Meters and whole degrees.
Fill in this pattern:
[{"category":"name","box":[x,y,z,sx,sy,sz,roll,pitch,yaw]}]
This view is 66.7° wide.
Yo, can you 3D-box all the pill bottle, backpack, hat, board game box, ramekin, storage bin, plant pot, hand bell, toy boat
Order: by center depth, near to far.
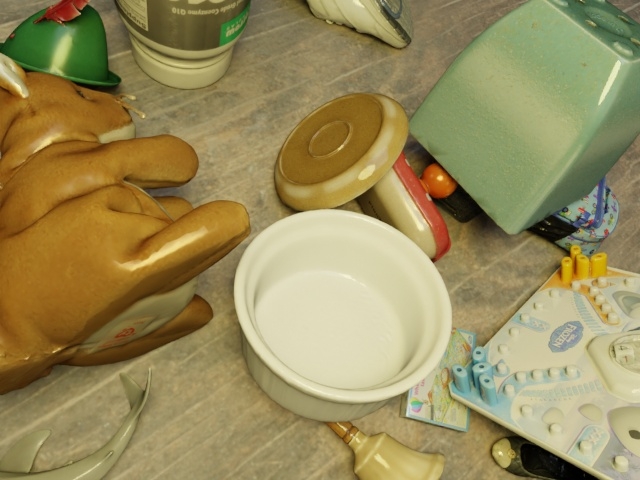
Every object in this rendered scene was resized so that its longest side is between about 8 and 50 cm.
[{"category":"ramekin","box":[0.021,0.103,0.656,0.277,0.135,0.277,7,51,-8]},{"category":"hand bell","box":[0.035,0.258,0.667,0.242,0.126,0.126,40,63,14]},{"category":"board game box","box":[0.444,0.157,0.667,0.390,0.390,0.050,-34,122,-29]},{"category":"hat","box":[-0.350,-0.331,0.683,0.209,0.183,0.173,20,21,1]},{"category":"pill bottle","box":[-0.194,-0.398,0.694,0.204,0.361,0.204,6,68,-14]},{"category":"plant pot","box":[0.329,-0.207,0.707,0.248,0.252,0.247,-22,63,-33]},{"category":"plant pot","box":[0.020,-0.148,0.752,0.032,0.236,0.236,47,56,-41]},{"category":"board game box","box":[0.185,0.208,0.759,0.104,0.026,0.154,18,66,-10]},{"category":"toy boat","box":[0.151,-0.080,0.782,0.151,0.151,0.231,-27,80,-12]},{"category":"storage bin","box":[0.277,-0.138,0.888,0.122,0.084,0.180,38,63,0]},{"category":"backpack","box":[0.475,-0.062,0.900,0.173,0.117,0.158,29,64,-5]}]

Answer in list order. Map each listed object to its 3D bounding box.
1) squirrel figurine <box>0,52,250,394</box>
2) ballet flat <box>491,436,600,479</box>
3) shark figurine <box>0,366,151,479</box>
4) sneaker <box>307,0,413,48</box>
[{"category":"squirrel figurine","box":[-0.337,-0.036,0.571,0.397,0.281,0.370,-25,72,-26]},{"category":"ballet flat","box":[0.342,0.337,0.742,0.173,0.049,0.057,18,65,-9]},{"category":"shark figurine","box":[-0.307,0.263,0.546,0.278,0.116,0.166,-19,77,-20]},{"category":"sneaker","box":[0.057,-0.470,0.941,0.297,0.129,0.111,29,61,-25]}]
